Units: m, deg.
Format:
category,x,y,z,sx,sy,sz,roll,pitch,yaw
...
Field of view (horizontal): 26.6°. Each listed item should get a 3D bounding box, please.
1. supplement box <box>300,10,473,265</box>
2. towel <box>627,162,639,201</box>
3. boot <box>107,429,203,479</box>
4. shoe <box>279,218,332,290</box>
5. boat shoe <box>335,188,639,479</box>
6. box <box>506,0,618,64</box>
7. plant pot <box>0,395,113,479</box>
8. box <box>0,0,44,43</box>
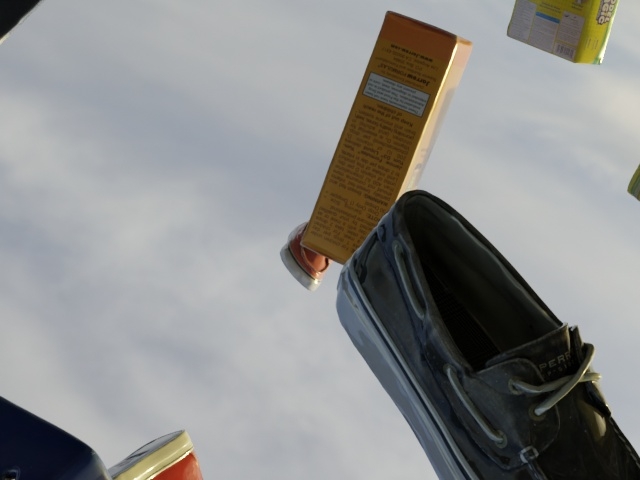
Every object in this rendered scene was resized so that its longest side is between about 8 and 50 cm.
category,x,y,z,sx,sy,sz,roll,pitch,yaw
supplement box,0.061,-0.089,1.256,0.080,0.233,0.078,22,-171,15
towel,0.452,-0.050,1.585,0.021,0.102,0.237,13,-159,-31
boot,-0.202,0.338,1.520,0.244,0.088,0.176,-25,-87,-51
shoe,0.000,0.000,1.724,0.063,0.081,0.178,45,-166,-11
boat shoe,0.127,0.102,0.892,0.121,0.119,0.335,-22,-123,-36
box,0.251,-0.273,1.331,0.043,0.179,0.105,-4,-155,-37
plant pot,-0.277,0.274,1.067,0.236,0.236,0.212,16,-136,44
box,-0.466,-0.360,1.148,0.297,0.480,0.472,20,153,53
